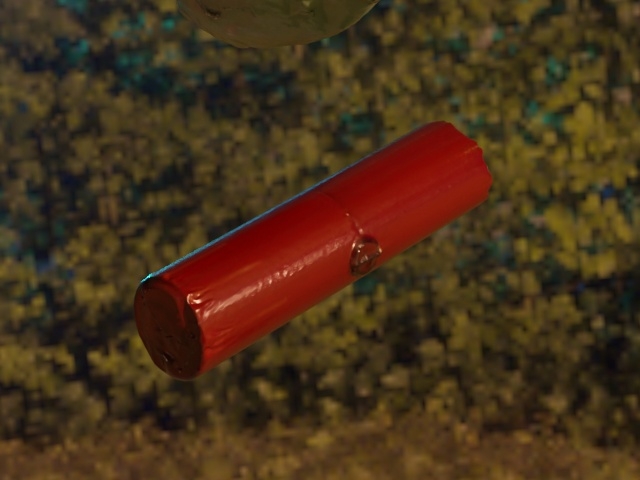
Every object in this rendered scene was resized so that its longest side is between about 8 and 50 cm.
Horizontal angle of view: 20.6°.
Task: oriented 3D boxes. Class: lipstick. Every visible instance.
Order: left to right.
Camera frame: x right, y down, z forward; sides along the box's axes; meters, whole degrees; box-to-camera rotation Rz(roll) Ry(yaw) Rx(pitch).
[{"bbox_3d":[0.000,0.001,1.128,0.073,0.073,0.279,2,25,46],"label":"lipstick"}]

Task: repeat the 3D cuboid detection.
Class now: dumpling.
[{"bbox_3d":[-0.047,-0.168,1.124,0.149,0.105,0.216,-26,23,-25],"label":"dumpling"}]
